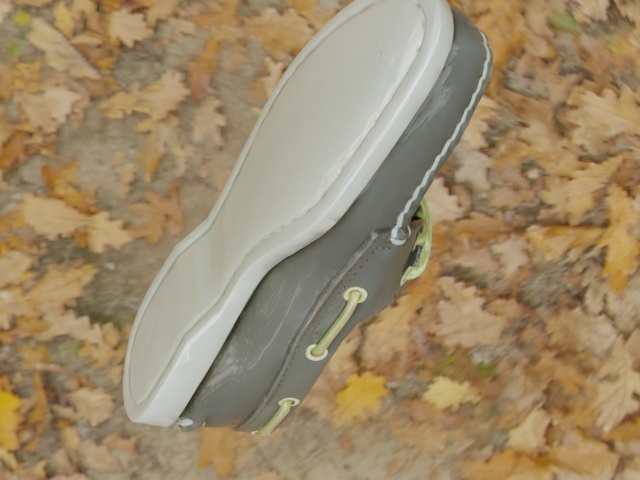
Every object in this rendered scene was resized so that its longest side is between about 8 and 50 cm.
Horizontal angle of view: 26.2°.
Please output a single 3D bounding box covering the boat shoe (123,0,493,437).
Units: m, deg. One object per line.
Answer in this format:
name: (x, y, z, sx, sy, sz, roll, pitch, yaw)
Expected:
boat shoe: (0.000, -0.003, 0.700, 0.091, 0.109, 0.305, 18, 130, -25)
